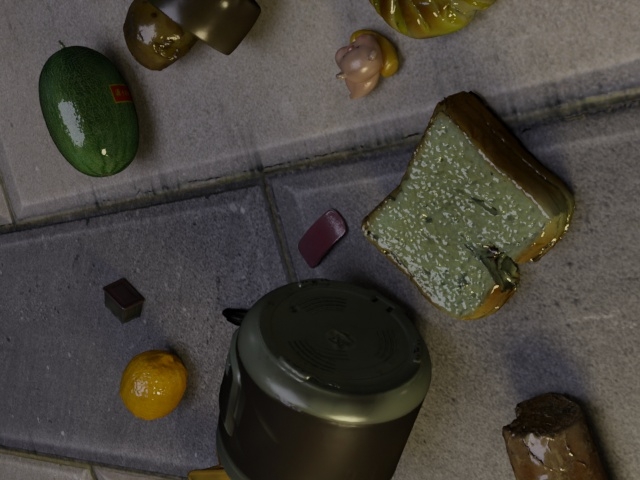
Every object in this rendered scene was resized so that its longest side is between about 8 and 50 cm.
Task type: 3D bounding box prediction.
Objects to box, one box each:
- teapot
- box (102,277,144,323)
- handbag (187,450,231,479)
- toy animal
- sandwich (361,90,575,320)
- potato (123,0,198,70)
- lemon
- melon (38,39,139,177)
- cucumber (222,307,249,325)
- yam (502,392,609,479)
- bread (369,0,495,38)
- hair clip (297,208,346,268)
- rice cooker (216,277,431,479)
[{"bbox_3d":[-0.178,-0.428,1.540,0.175,0.186,0.267,-52,37,9],"label":"teapot"},{"bbox_3d":[-0.444,0.139,2.112,0.085,0.060,0.063,39,135,26],"label":"box"},{"bbox_3d":[-0.111,0.628,1.938,0.283,0.133,0.400,-10,99,42],"label":"handbag"},{"bbox_3d":[0.054,-0.271,1.422,0.114,0.082,0.091,-37,78,47],"label":"toy animal"},{"bbox_3d":[0.212,-0.033,1.354,0.249,0.095,0.273,46,133,17],"label":"sandwich"},{"bbox_3d":[-0.294,-0.379,1.699,0.176,0.137,0.137,-23,90,50],"label":"potato"},{"bbox_3d":[-0.365,0.317,2.045,0.142,0.142,0.187,40,126,27],"label":"lemon"},{"bbox_3d":[-0.464,-0.266,1.873,0.182,0.182,0.287,-15,97,47],"label":"melon"},{"bbox_3d":[-0.151,0.154,1.840,0.135,0.034,0.033,-2,110,46],"label":"cucumber"},{"bbox_3d":[0.352,0.349,1.352,0.128,0.129,0.238,-174,66,-82],"label":"yam"},{"bbox_3d":[0.145,-0.376,1.273,0.213,0.105,0.213,19,117,42],"label":"bread"},{"bbox_3d":[-0.001,0.000,1.633,0.054,0.022,0.137,58,137,15],"label":"hair clip"},{"bbox_3d":[-0.006,0.263,1.535,0.335,0.335,0.325,38,130,29],"label":"rice cooker"}]
